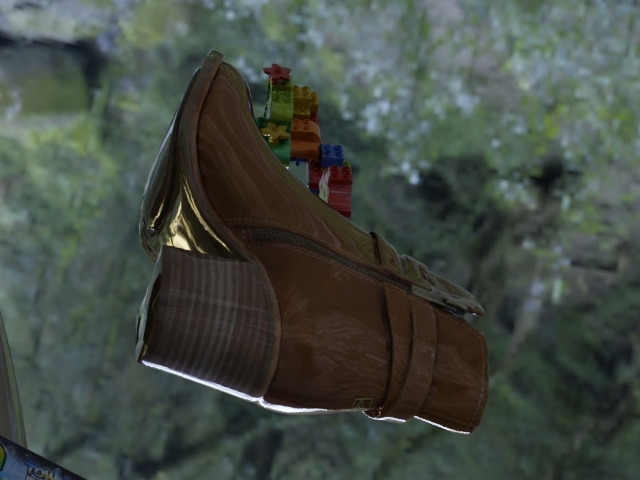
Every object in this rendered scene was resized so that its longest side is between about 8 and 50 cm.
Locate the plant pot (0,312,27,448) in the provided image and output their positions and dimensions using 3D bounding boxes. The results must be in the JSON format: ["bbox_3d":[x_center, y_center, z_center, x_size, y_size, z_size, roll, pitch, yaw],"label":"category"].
[{"bbox_3d":[-0.371,0.124,1.583,0.256,0.274,0.256,0,158,0],"label":"plant pot"}]

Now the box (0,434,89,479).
[{"bbox_3d":[-0.266,0.181,1.276,0.207,0.114,0.036,32,140,-26],"label":"box"}]

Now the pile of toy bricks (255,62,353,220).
[{"bbox_3d":[-0.033,-0.071,1.278,0.118,0.212,0.105,4,126,-9],"label":"pile of toy bricks"}]

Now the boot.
[{"bbox_3d":[0.000,0.000,1.166,0.220,0.283,0.109,14,126,-14],"label":"boot"}]
